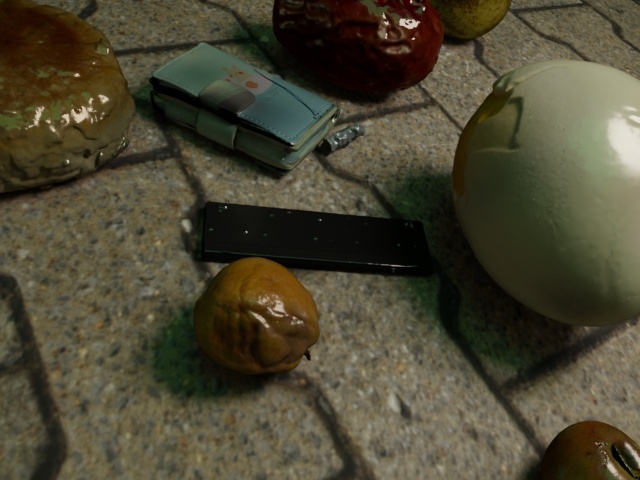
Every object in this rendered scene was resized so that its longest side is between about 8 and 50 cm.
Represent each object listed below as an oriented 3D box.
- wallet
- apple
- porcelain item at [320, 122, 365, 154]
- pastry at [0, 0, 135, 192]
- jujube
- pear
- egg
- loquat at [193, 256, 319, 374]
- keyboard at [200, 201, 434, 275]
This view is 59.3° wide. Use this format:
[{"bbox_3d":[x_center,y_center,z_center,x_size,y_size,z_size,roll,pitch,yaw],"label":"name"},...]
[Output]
[{"bbox_3d":[-0.114,-0.210,0.859,0.250,0.075,0.176,28,45,9],"label":"wallet"},{"bbox_3d":[0.276,0.244,0.572,0.099,0.102,0.114,18,39,-18],"label":"apple"},{"bbox_3d":[0.038,-0.163,0.891,0.083,0.036,0.028,-32,96,-29],"label":"porcelain item"},{"bbox_3d":[-0.395,-0.196,0.725,0.330,0.136,0.329,9,48,-10],"label":"pastry"},{"bbox_3d":[0.064,-0.362,0.966,0.290,0.197,0.197,18,47,12],"label":"jujube"},{"bbox_3d":[0.307,-0.516,1.170,0.197,0.197,0.197,8,49,-9],"label":"pear"},{"bbox_3d":[0.315,-0.056,0.720,0.283,0.283,0.345,5,62,-12],"label":"egg"},{"bbox_3d":[-0.066,0.085,0.605,0.137,0.113,0.137,23,24,-11],"label":"loquat"},{"bbox_3d":[0.000,0.000,0.750,0.310,0.018,0.101,4,48,-13],"label":"keyboard"}]
